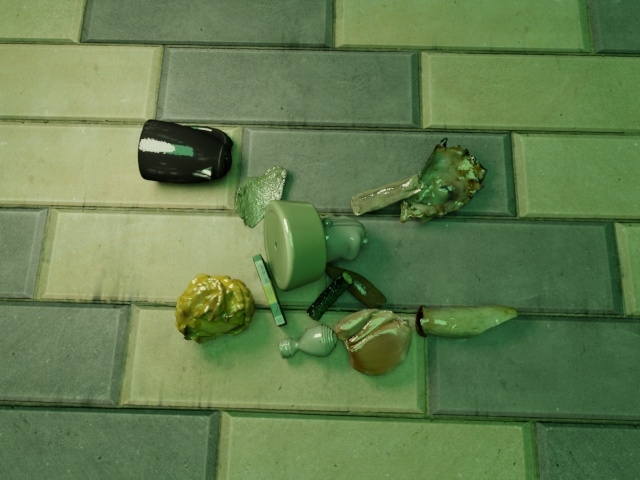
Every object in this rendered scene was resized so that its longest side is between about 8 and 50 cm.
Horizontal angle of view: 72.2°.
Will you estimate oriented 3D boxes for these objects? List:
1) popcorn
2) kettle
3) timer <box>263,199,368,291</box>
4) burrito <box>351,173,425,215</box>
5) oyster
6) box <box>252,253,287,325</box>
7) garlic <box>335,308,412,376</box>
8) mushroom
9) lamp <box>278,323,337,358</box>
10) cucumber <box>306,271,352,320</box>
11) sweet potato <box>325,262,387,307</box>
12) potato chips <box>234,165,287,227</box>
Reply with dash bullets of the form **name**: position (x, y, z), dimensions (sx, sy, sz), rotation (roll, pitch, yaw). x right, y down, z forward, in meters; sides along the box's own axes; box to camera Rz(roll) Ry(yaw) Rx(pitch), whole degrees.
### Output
- **popcorn**: position (-0.331, 0.209, 1.386), dimensions (0.250, 0.250, 0.190), rotation (-26, 41, -5)
- **kettle**: position (-0.448, -0.317, 1.528), dimensions (0.290, 0.207, 0.268), rotation (6, 50, -4)
- **timer**: position (0.000, 0.000, 1.429), dimensions (0.315, 0.291, 0.290), rotation (-7, 77, -22)
- **burrito**: position (0.224, -0.158, 1.483), dimensions (0.275, 0.059, 0.082), rotation (-20, 75, 35)
- **oyster**: position (0.420, -0.171, 1.528), dimensions (0.221, 0.096, 0.361), rotation (36, 80, 3)
- **box**: position (-0.164, 0.166, 1.435), dimensions (0.034, 0.132, 0.235), rotation (-20, 77, -6)
- **garlic**: position (0.182, 0.320, 1.415), dimensions (0.228, 0.110, 0.217), rotation (-21, 89, 2)
- **mushroom**: position (0.473, 0.264, 1.434), dimensions (0.333, 0.087, 0.107), rotation (0, 77, -2)
- **lamp**: position (-0.039, 0.331, 1.417), dimensions (0.193, 0.106, 0.106), rotation (-12, 77, 6)
- **cucumber**: position (0.029, 0.181, 1.441), dimensions (0.058, 0.058, 0.187), rotation (43, 105, 9)
- **sweet potato**: position (0.113, 0.146, 1.467), dimensions (0.244, 0.077, 0.077), rotation (36, 80, 7)
- **potato chips**: position (-0.203, -0.164, 1.550), dimensions (0.228, 0.059, 0.167), rotation (-33, 85, -12)
